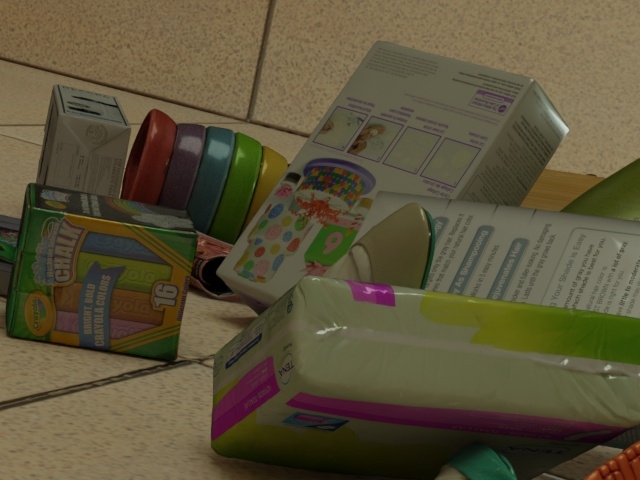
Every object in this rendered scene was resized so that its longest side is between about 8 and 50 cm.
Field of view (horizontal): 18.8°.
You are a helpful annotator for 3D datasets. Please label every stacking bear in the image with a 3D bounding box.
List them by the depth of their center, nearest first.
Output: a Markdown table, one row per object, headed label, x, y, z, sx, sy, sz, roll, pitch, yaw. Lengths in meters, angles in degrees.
| label | x | y | z | sx | sy | sz | roll | pitch | yaw |
| --- | --- | --- | --- | --- | --- | --- | --- | --- | --- |
| stacking bear | -0.089 | -0.044 | 2.333 | 0.289 | 0.164 | 0.175 | 17 | 50 | -11 |

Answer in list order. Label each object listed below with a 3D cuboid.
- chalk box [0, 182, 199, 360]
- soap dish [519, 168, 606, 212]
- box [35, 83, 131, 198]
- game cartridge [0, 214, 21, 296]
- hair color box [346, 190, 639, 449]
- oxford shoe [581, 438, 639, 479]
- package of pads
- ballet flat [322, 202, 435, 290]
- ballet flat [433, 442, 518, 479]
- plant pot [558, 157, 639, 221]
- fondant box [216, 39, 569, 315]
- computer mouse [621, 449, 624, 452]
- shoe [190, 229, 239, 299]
| label | x | y | z | sx | sy | sz | roll | pitch | yaw |
| --- | --- | --- | --- | --- | --- | --- | --- | --- | --- |
| chalk box | -0.237 | 0.026 | 1.870 | 0.213 | 0.132 | 0.132 | 9 | 10 | -9 |
| soap dish | 0.196 | 0.003 | 2.269 | 0.291 | 0.118 | 0.229 | 7 | -34 | -22 |
| box | -0.298 | -0.090 | 2.386 | 0.087 | 0.169 | 0.290 | 10 | 8 | -12 |
| game cartridge | -0.355 | 0.006 | 2.080 | 0.355 | 0.068 | 0.230 | 12 | 5 | 5 |
| hair color box | 0.199 | 0.073 | 1.766 | 0.375 | 0.113 | 0.185 | 8 | 45 | 23 |
| oxford shoe | 0.304 | 0.214 | 1.543 | 0.364 | 0.130 | 0.133 | -5 | -15 | -40 |
| package of pads | 0.079 | 0.119 | 1.525 | 0.297 | 0.101 | 0.229 | 9 | -22 | -19 |
| ballet flat | 0.026 | 0.071 | 1.642 | 0.086 | 0.248 | 0.086 | 12 | 37 | -9 |
| ballet flat | 0.116 | 0.204 | 1.390 | 0.087 | 0.083 | 0.247 | -6 | 12 | -15 |
| plant pot | 0.304 | 0.068 | 2.001 | 0.294 | 0.274 | 0.275 | -19 | 28 | -40 |
| fondant box | 0.076 | -0.042 | 2.063 | 0.238 | 0.330 | 0.096 | 21 | -20 | 45 |
| computer mouse | 0.320 | 0.205 | 1.786 | 0.071 | 0.041 | 0.242 | 32 | 21 | 18 |
| shoe | -0.144 | 0.023 | 2.213 | 0.178 | 0.063 | 0.081 | 15 | 6 | 2 |
